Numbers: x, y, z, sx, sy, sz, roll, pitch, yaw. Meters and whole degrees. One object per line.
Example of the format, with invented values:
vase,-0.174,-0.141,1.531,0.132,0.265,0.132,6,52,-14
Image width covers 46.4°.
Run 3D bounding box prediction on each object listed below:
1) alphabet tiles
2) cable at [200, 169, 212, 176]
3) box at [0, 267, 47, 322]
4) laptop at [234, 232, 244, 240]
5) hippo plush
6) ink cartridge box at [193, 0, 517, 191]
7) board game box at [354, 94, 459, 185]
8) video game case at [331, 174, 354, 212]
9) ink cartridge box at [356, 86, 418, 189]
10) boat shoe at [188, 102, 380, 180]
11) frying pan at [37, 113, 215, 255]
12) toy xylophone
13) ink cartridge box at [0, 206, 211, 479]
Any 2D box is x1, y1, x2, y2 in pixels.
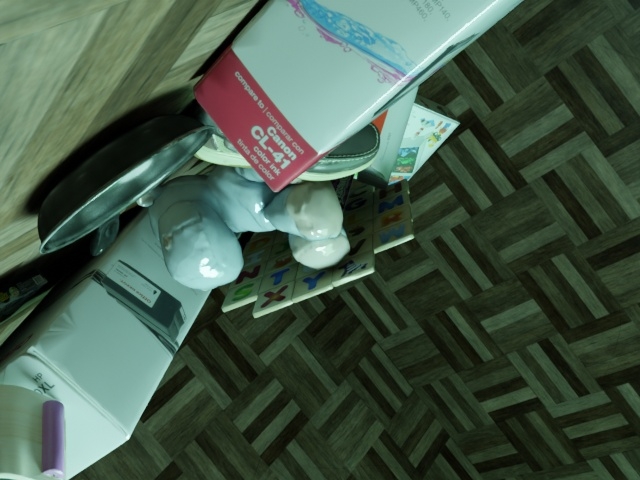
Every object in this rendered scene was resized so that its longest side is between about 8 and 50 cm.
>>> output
alphabet tiles,0.000,0.000,1.102,0.285,0.011,0.342,-22,-160,13
cable,-0.169,-0.138,1.400,0.139,0.072,0.287,-15,-177,33
box,-0.412,0.089,0.919,0.094,0.027,0.137,-38,-177,25
laptop,-0.280,-0.022,1.557,0.408,0.236,0.382,-57,-178,4
hippo plush,-0.118,-0.070,0.961,0.236,0.234,0.294,-21,-135,-3
ink cartridge box,0.064,-0.201,0.654,0.306,0.131,0.226,-34,-175,41
board game box,0.098,-0.202,1.396,0.305,0.053,0.193,12,130,-43
video game case,-0.010,-0.135,1.182,0.232,0.041,0.210,0,-109,60
ink cartridge box,0.103,-0.182,1.054,0.232,0.066,0.189,125,-18,-85
boat shoe,-0.031,-0.115,0.799,0.223,0.080,0.073,3,162,-20
frying pan,-0.193,-0.057,0.764,0.197,0.053,0.326,-37,-175,-5
toy xylophone,-0.415,0.286,0.767,0.322,0.081,0.236,-23,-138,12
ink cartridge box,-0.337,0.154,1.057,0.285,0.166,0.395,-36,-164,26
